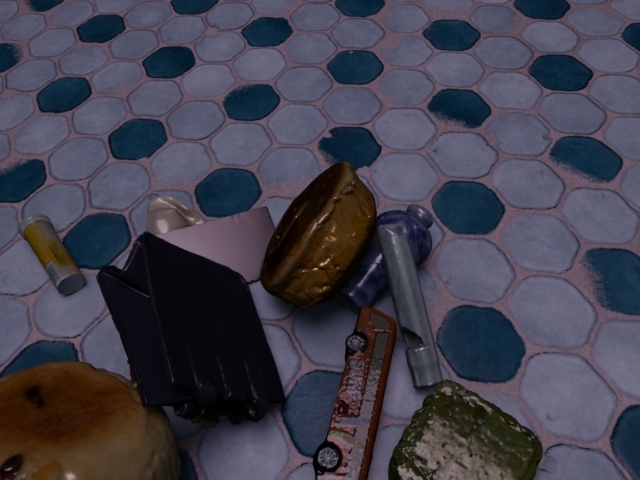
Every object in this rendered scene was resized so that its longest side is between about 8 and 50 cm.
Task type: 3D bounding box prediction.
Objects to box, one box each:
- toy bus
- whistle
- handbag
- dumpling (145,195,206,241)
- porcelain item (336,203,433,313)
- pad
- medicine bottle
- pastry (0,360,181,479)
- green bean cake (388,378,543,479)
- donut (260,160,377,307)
[{"bbox_3d":[0.058,0.310,0.952,0.092,0.093,0.408,10,56,12],"label":"toy bus"},{"bbox_3d":[0.168,0.117,1.022,0.062,0.062,0.312,-12,81,-3],"label":"whistle"},{"bbox_3d":[-0.219,0.171,0.955,0.122,0.303,0.329,-37,56,14],"label":"handbag"},{"bbox_3d":[-0.326,-0.024,1.230,0.134,0.100,0.169,-11,54,-7],"label":"dumpling"},{"bbox_3d":[0.137,0.034,1.131,0.141,0.141,0.259,35,74,26],"label":"porcelain item"},{"bbox_3d":[-0.218,0.029,1.184,0.265,0.009,0.159,-16,77,-16],"label":"pad"},{"bbox_3d":[-0.614,0.031,1.234,0.074,0.074,0.218,-35,60,-19],"label":"medicine bottle"},{"bbox_3d":[-0.401,0.377,0.801,0.389,0.312,0.388,8,23,-3],"label":"pastry"},{"bbox_3d":[0.236,0.362,0.886,0.214,0.113,0.200,27,61,23],"label":"green bean cake"},{"bbox_3d":[0.000,0.000,1.079,0.160,0.330,0.330,40,59,-13],"label":"donut"}]
